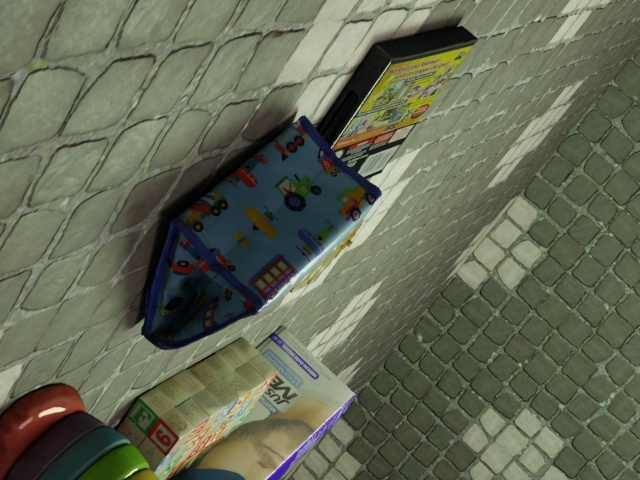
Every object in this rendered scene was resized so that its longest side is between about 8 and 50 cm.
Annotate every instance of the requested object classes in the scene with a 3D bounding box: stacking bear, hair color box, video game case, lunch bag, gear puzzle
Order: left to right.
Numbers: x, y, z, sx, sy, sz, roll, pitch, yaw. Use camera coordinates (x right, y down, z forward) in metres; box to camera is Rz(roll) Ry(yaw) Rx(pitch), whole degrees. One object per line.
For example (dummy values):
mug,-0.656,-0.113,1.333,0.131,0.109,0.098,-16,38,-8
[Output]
stacking bear,-0.246,0.319,1.362,0.175,0.289,0.164,-53,166,25
lunch bag,-0.091,0.023,1.401,0.221,0.138,0.293,-43,176,-32
hair color box,-0.122,0.326,2.060,0.339,0.185,0.110,-41,166,-29
gear puzzle,0.000,0.000,1.808,0.175,0.044,0.339,-53,169,17
video game case,0.075,-0.164,1.551,0.248,0.035,0.275,-54,165,29

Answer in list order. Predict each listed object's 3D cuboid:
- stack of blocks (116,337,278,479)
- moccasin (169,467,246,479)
stack of blocks,-0.207,0.279,1.848,0.171,0.087,0.297,-54,166,28
moccasin,-0.264,0.457,1.885,0.341,0.138,0.117,-15,127,5
